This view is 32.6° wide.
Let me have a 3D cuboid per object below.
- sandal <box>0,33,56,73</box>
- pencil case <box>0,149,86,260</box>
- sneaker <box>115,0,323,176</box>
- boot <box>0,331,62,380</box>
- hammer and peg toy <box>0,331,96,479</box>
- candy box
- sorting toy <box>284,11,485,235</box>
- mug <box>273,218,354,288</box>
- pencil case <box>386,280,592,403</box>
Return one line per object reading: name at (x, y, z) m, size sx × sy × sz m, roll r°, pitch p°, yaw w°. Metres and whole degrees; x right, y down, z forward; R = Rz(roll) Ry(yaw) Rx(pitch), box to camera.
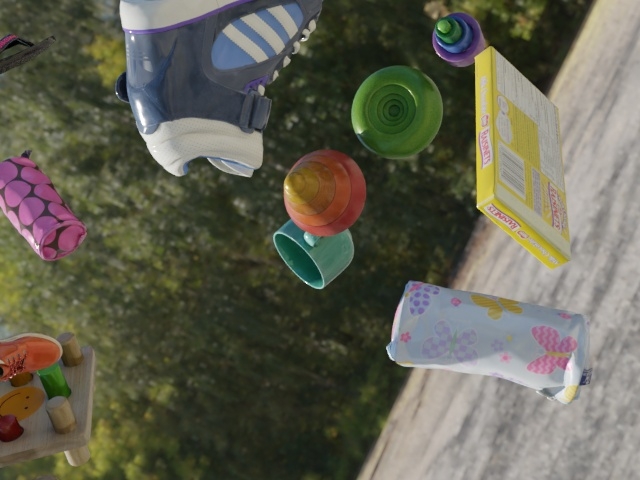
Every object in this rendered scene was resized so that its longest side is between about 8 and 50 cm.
sandal at (-0.433, -0.243, 1.455) m, size 0.179 × 0.040 × 0.067 m, roll -31°, pitch 8°, yaw -27°
pencil case at (-0.463, -0.055, 1.806) m, size 0.098 × 0.209 × 0.095 m, roll 4°, pitch -55°, yaw -47°
sneaker at (-0.085, -0.201, 1.282) m, size 0.323 × 0.130 × 0.236 m, roll -28°, pitch -59°, yaw -37°
boot at (-0.431, 0.171, 1.529) m, size 0.084 × 0.158 × 0.059 m, roll 32°, pitch 119°, yaw 54°
hammer and peg toy at (-0.499, 0.307, 1.760) m, size 0.361 × 0.266 × 0.127 m, roll -103°, pitch -1°, yaw -60°
candy box at (0.182, -0.080, 0.994) m, size 0.027 × 0.105 × 0.206 m, roll -31°, pitch 35°, yaw 33°
sorting toy at (0.067, -0.158, 1.428) m, size 0.365 × 0.127 × 0.126 m, roll -47°, pitch -18°, yaw 13°
mug at (0.002, 0.007, 1.904) m, size 0.097 × 0.129 × 0.158 m, roll -41°, pitch 23°, yaw -20°
pencil case at (0.232, 0.136, 1.490) m, size 0.113 × 0.273 × 0.124 m, roll -62°, pitch -18°, yaw -59°
